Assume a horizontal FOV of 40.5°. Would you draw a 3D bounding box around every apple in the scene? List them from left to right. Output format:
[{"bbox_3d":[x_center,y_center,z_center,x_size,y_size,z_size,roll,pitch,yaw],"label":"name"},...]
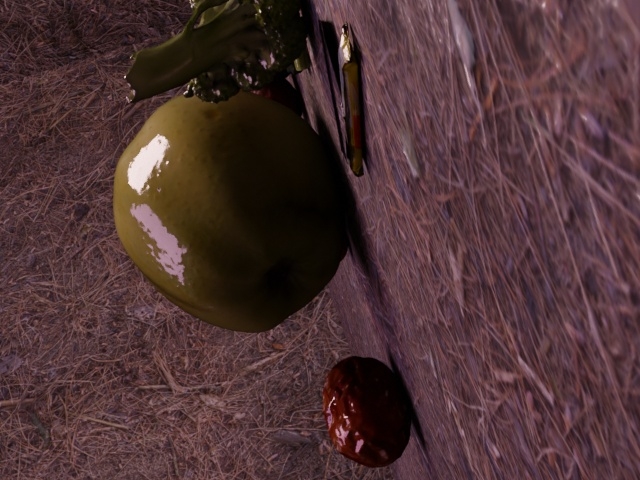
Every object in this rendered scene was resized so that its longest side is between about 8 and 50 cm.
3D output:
[{"bbox_3d":[-0.166,-0.058,1.688,0.473,0.473,0.474,162,90,-87],"label":"apple"}]

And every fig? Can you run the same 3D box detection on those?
[{"bbox_3d":[-0.137,-0.327,1.966,0.175,0.175,0.207,115,130,-86],"label":"fig"}]

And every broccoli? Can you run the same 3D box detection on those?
[{"bbox_3d":[-0.166,-0.321,1.354,0.254,0.302,0.186,75,172,-80],"label":"broccoli"}]

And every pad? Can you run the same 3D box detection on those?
[{"bbox_3d":[0.016,-0.206,1.187,0.127,0.004,0.190,-98,-3,-75],"label":"pad"}]

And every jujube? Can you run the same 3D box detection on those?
[{"bbox_3d":[0.090,0.340,1.732,0.250,0.174,0.174,-114,7,-59],"label":"jujube"}]

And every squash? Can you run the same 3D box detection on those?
[{"bbox_3d":[-0.039,-0.337,1.496,0.027,0.027,0.083,-114,7,-65],"label":"squash"}]

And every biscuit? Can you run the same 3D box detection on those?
[{"bbox_3d":[0.038,-0.165,1.097,0.292,0.026,0.048,80,176,-66],"label":"biscuit"}]

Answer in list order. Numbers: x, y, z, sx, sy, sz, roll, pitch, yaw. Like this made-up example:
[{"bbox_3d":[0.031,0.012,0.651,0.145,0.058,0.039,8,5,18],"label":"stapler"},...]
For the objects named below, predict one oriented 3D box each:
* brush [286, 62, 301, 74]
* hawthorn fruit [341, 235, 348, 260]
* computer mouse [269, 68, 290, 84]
[{"bbox_3d":[-0.085,-0.448,1.522,0.070,0.051,0.323,-98,-11,-67],"label":"brush"},{"bbox_3d":[0.000,0.000,1.922,0.128,0.128,0.128,162,90,-87],"label":"hawthorn fruit"},{"bbox_3d":[-0.157,-0.415,1.913,0.295,0.168,0.087,-111,11,-61],"label":"computer mouse"}]
